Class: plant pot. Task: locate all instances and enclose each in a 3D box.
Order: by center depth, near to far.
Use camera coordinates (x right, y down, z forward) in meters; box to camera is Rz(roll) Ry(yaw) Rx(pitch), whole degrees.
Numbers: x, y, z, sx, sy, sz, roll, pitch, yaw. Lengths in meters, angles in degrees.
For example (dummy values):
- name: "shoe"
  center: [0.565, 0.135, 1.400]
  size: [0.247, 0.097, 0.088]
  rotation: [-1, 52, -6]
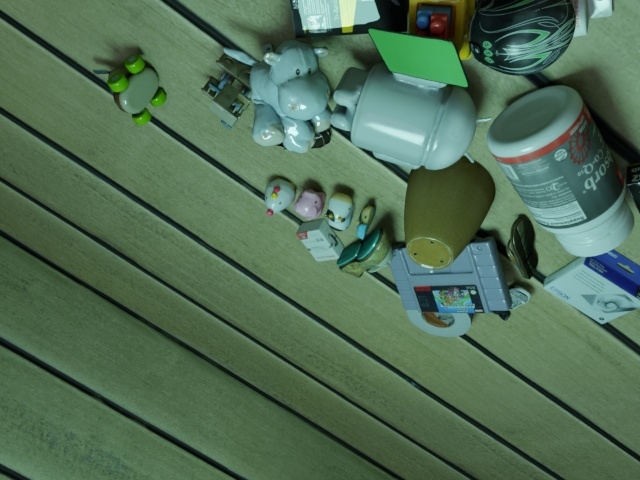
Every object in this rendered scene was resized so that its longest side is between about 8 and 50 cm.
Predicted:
- name: "plant pot"
  center: [0.310, -0.057, 1.502]
  size: [0.237, 0.254, 0.237]
  rotation: [16, 141, 14]

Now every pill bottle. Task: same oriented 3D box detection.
- name: "pill bottle"
  center: [0.548, -0.145, 1.299]
  size: [0.210, 0.210, 0.363]
  rotation: [-17, 126, 42]

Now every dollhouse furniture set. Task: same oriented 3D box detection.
- name: "dollhouse furniture set"
  center: [-0.255, -0.374, 1.508]
  size: [0.129, 0.184, 0.129]
  rotation: [35, 142, -12]

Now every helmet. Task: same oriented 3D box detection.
- name: "helmet"
  center: [0.376, -0.385, 1.061]
  size: [0.161, 0.169, 0.169]
  rotation: [20, 147, 39]

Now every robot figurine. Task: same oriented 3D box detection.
- name: "robot figurine"
  center: [0.205, -0.285, 1.336]
  size: [0.353, 0.200, 0.300]
  rotation: [20, 148, 7]

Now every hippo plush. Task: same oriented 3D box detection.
- name: "hippo plush"
  center: [-0.047, -0.368, 1.343]
  size: [0.236, 0.234, 0.294]
  rotation: [-21, 85, 62]

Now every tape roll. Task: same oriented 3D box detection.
- name: "tape roll"
  center: [0.400, 0.231, 1.935]
  size: [0.219, 0.072, 0.219]
  rotation: [16, 140, 13]

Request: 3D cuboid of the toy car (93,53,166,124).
- name: "toy car"
  center: [-0.569, -0.441, 1.659]
  size: [0.188, 0.149, 0.155]
  rotation: [18, 154, 29]

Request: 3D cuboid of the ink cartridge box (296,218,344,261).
- name: "ink cartridge box"
  center: [0.000, 0.000, 1.904]
  size: [0.099, 0.056, 0.135]
  rotation: [-9, 130, 37]

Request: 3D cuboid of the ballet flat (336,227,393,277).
- name: "ballet flat"
  center: [0.158, 0.046, 1.784]
  size: [0.123, 0.123, 0.348]
  rotation: [32, 159, -8]

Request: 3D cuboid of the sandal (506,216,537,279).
- name: "sandal"
  center: [0.556, 0.023, 1.613]
  size: [0.060, 0.090, 0.219]
  rotation: [22, 156, 43]

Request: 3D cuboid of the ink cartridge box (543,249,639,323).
- name: "ink cartridge box"
  center: [0.786, 0.128, 1.616]
  size: [0.223, 0.045, 0.224]
  rotation: [30, 142, -5]

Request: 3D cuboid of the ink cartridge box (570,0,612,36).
- name: "ink cartridge box"
  center: [0.448, -0.452, 1.111]
  size: [0.198, 0.067, 0.115]
  rotation: [0, 135, 30]

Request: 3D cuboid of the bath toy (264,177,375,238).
- name: "bath toy"
  center: [-0.016, -0.097, 1.744]
  size: [0.348, 0.129, 0.151]
  rotation: [17, 142, 13]

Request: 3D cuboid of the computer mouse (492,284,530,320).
- name: "computer mouse"
  center: [0.589, 0.183, 1.800]
  size: [0.106, 0.042, 0.193]
  rotation: [32, 148, -1]

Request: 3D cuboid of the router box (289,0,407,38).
- name: "router box"
  center: [0.050, -0.567, 1.147]
  size: [0.242, 0.081, 0.309]
  rotation: [0, 136, 9]

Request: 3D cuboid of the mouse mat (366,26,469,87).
- name: "mouse mat"
  center: [0.191, -0.354, 1.122]
  size: [0.189, 0.007, 0.152]
  rotation: [21, 171, 30]

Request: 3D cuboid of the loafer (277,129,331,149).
- name: "loafer"
  center: [-0.077, -0.280, 1.602]
  size: [0.220, 0.078, 0.080]
  rotation: [6, 138, 24]

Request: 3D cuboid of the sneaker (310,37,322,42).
- name: "sneaker"
  center: [-0.028, -0.531, 1.316]
  size: [0.065, 0.061, 0.158]
  rotation: [33, 151, 38]

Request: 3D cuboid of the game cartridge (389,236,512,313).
- name: "game cartridge"
  center: [0.376, 0.111, 1.735]
  size: [0.355, 0.068, 0.230]
  rotation: [-6, 108, 42]

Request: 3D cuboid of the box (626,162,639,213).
- name: "box"
  center: [0.882, -0.067, 1.310]
  size: [0.257, 0.079, 0.322]
  rotation: [-14, 127, 42]

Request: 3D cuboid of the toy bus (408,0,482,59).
- name: "toy bus"
  center: [0.238, -0.425, 1.148]
  size: [0.149, 0.211, 0.220]
  rotation: [10, 141, 17]
